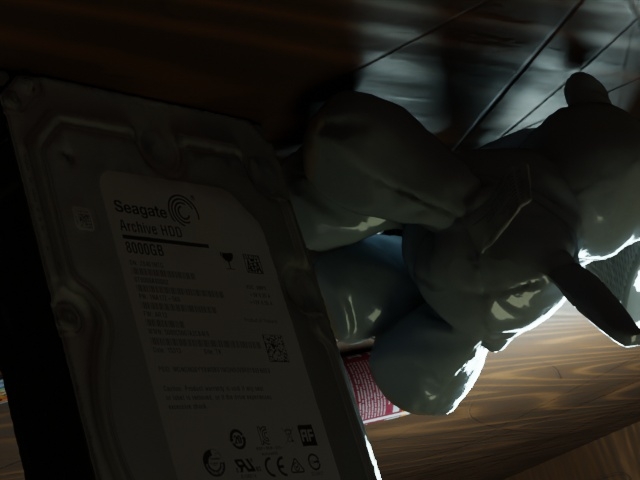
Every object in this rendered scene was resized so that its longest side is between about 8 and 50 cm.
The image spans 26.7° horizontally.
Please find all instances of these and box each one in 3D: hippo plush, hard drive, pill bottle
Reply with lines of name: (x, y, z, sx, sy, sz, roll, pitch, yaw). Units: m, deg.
hippo plush: (0.128, -0.040, 0.963, 0.236, 0.234, 0.294, -36, 180, -34)
hard drive: (-0.079, 0.072, 0.799, 0.064, 0.339, 0.237, -32, 156, 33)
pill bottle: (0.031, 0.181, 1.606, 0.152, 0.086, 0.086, -10, 160, -19)

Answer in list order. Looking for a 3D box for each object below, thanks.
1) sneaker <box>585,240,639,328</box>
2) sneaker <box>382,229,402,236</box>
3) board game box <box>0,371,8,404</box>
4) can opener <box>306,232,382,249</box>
sneaker: (0.345, 0.002, 1.292, 0.150, 0.135, 0.366, -14, 162, -1)
sneaker: (0.083, -0.003, 1.160, 0.222, 0.083, 0.118, -21, 153, -2)
board game box: (-0.246, 0.102, 1.053, 0.201, 0.035, 0.136, -15, 170, 1)
can opener: (0.000, 0.000, 1.130, 0.059, 0.073, 0.186, -52, -178, -28)
